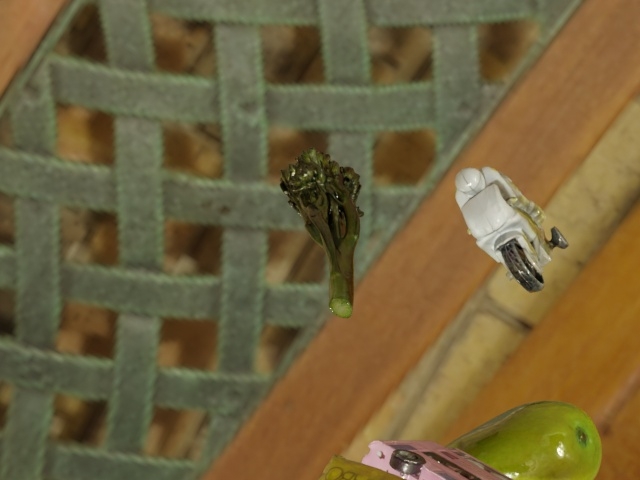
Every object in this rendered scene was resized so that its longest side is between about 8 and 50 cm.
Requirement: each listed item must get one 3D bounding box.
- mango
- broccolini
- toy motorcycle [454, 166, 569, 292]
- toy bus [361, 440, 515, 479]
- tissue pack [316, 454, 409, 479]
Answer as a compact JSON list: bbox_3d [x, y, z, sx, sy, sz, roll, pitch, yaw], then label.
[{"bbox_3d":[0.153,0.191,1.329,0.163,0.089,0.117,-28,-6,-2],"label":"mango"},{"bbox_3d":[0.019,-0.005,1.350,0.068,0.091,0.202,-23,37,0],"label":"broccolini"},{"bbox_3d":[0.200,-0.023,1.782,0.074,0.151,0.229,-37,9,17],"label":"toy motorcycle"},{"bbox_3d":[0.113,0.194,1.101,0.203,0.090,0.063,26,105,48],"label":"toy bus"},{"bbox_3d":[0.048,0.171,0.686,0.169,0.082,0.120,13,59,44],"label":"tissue pack"}]
